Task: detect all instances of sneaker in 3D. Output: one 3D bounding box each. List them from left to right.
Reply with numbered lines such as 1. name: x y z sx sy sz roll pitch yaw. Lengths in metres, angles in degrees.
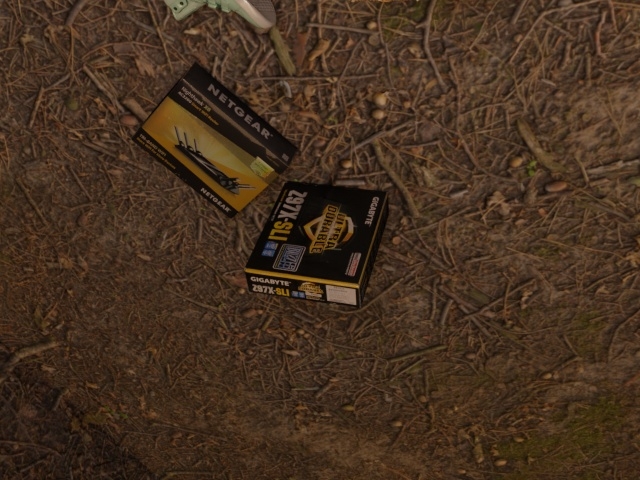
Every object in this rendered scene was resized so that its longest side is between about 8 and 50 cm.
1. sneaker: -0.214 -0.482 1.597 0.256 0.094 0.151 40 125 -4

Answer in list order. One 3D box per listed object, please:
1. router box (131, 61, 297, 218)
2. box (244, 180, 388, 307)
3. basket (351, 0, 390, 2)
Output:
1. router box: -0.248 -0.224 1.844 0.309 0.081 0.243 39 131 -15
2. box: 0.000 0.000 1.790 0.257 0.322 0.079 6 133 15
3. basket: 0.190 -0.542 1.320 0.299 0.223 0.214 4 131 17
